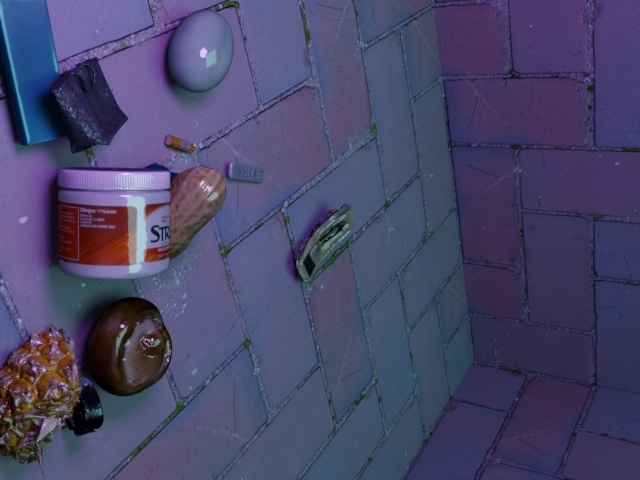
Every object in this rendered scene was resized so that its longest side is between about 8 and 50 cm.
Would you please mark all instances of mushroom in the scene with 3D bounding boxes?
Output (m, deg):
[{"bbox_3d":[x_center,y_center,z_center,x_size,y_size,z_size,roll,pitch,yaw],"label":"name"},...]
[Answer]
[{"bbox_3d":[-0.477,0.266,1.785,0.253,0.153,0.253,-14,106,-58],"label":"mushroom"}]

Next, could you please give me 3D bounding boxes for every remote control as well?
[{"bbox_3d":[-0.231,-0.209,2.196,0.184,0.027,0.050,2,95,-62],"label":"remote control"}]

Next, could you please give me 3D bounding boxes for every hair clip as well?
[{"bbox_3d":[-0.002,0.000,2.534,0.321,0.091,0.138,-48,143,-25],"label":"hair clip"}]

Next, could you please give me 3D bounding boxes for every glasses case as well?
[{"bbox_3d":[-0.625,-0.363,1.525,0.117,0.070,0.301,-25,118,-47],"label":"glasses case"}]

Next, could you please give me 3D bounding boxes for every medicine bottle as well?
[{"bbox_3d":[-0.472,-0.045,1.642,0.252,0.252,0.241,-11,105,-56],"label":"medicine bottle"}]

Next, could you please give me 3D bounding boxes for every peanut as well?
[{"bbox_3d":[-0.364,-0.061,1.819,0.140,0.325,0.153,32,27,-27],"label":"peanut"}]

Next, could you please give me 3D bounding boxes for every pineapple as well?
[{"bbox_3d":[-0.630,0.345,1.560,0.161,0.158,0.335,40,64,-52],"label":"pineapple"}]

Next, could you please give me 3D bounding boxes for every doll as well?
[{"bbox_3d":[-0.416,-0.154,1.867,0.114,0.085,0.152,63,20,10],"label":"doll"}]

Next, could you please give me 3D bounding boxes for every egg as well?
[{"bbox_3d":[-0.314,-0.499,1.878,0.168,0.168,0.231,36,62,-54],"label":"egg"}]

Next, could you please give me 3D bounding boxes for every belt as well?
[{"bbox_3d":[-0.571,0.395,1.705,0.058,0.105,0.140,-12,81,-52],"label":"belt"}]

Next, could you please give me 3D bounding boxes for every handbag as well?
[{"bbox_3d":[-0.524,-0.308,1.605,0.270,0.088,0.175,-88,163,-62],"label":"handbag"}]

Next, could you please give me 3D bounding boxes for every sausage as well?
[{"bbox_3d":[-0.379,-0.260,1.951,0.107,0.031,0.031,17,82,-57],"label":"sausage"}]
